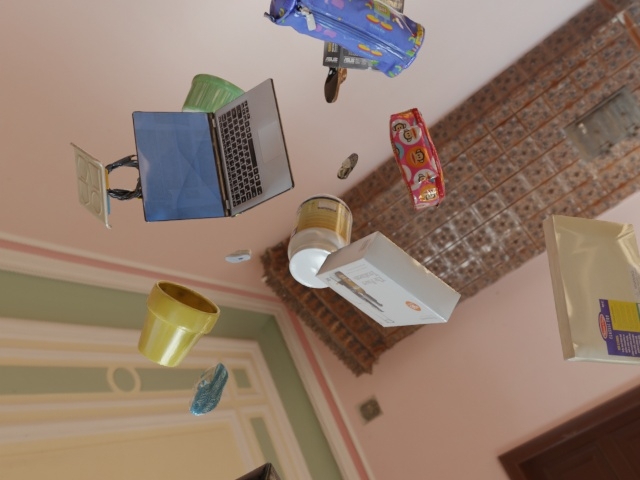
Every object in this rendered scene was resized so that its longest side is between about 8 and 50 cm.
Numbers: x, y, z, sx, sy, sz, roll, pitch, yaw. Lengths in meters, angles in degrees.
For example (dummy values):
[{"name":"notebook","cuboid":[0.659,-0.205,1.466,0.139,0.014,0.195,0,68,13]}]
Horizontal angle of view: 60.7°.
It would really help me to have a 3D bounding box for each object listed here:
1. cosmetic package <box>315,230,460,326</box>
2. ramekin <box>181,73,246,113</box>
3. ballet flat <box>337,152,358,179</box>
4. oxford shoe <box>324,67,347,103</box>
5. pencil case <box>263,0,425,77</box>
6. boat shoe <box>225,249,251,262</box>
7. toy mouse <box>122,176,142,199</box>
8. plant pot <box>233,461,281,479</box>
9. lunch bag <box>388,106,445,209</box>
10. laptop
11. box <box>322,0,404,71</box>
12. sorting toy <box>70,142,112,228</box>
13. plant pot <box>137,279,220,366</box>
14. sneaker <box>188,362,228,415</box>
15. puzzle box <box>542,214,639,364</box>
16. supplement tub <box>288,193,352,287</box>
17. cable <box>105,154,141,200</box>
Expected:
[{"name":"cosmetic package","cuboid":[0.174,0.126,1.555,0.284,0.098,0.377,35,161,-10]},{"name":"ramekin","cuboid":[-0.397,-0.502,2.156,0.303,0.148,0.303,23,167,5]},{"name":"ballet flat","cuboid":[0.079,-0.224,1.677,0.041,0.114,0.041,11,-125,-16]},{"name":"oxford shoe","cuboid":[0.065,-0.598,2.013,0.076,0.076,0.213,18,-104,-40]},{"name":"pencil case","cuboid":[0.053,-0.409,1.020,0.305,0.119,0.133,15,-135,-30]},{"name":"boat shoe","cuboid":[-0.276,0.049,1.847,0.035,0.100,0.035,52,-142,-39]},{"name":"toy mouse","cuboid":[-0.637,-0.203,2.061,0.160,0.143,0.031,29,158,13]},{"name":"plant pot","cuboid":[-0.188,0.787,1.553,0.188,0.188,0.167,60,-175,-3]},{"name":"lunch bag","cuboid":[0.294,-0.241,1.691,0.258,0.120,0.294,27,-133,-79]},{"name":"laptop","cuboid":[-0.336,-0.282,1.680,0.236,0.407,0.382,12,-119,-55]},{"name":"box","cuboid":[0.105,-0.500,1.301,0.056,0.183,0.231,18,-158,39]},{"name":"sorting toy","cuboid":[-0.640,-0.157,1.542,0.038,0.209,0.193,-21,-143,-37]},{"name":"plant pot","cuboid":[-0.519,0.303,1.938,0.253,0.239,0.254,27,-178,-1]},{"name":"sneaker","cuboid":[-0.390,0.513,1.850,0.088,0.092,0.229,58,-158,-12]},{"name":"puzzle box","cuboid":[0.772,0.135,1.513,0.271,0.052,0.409,7,-113,-12]},{"name":"supplement tub","cuboid":[0.000,0.000,2.048,0.228,0.228,0.316,44,-148,-26]},{"name":"cable","cuboid":[-0.717,-0.220,1.998,0.151,0.184,0.047,64,160,-13]}]
